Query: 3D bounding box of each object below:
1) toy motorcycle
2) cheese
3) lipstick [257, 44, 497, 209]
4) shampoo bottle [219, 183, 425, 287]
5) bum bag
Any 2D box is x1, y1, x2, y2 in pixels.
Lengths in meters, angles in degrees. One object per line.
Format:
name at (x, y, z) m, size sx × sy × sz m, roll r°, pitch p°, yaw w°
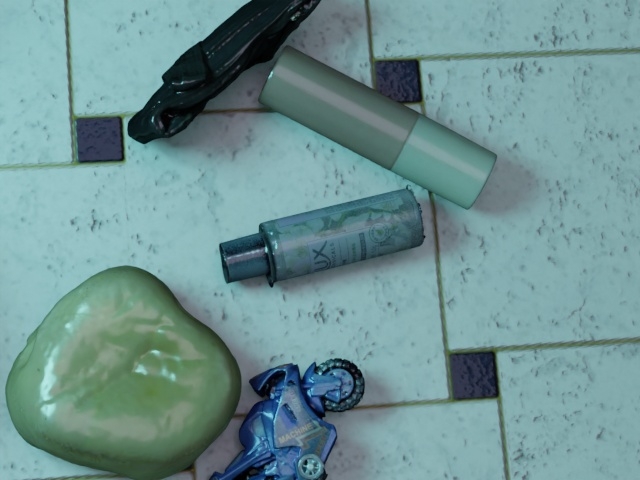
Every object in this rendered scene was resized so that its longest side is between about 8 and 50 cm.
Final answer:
toy motorcycle at (-0.040, 0.201, 1.539) m, size 0.114 × 0.076 × 0.205 m, roll 26°, pitch 78°, yaw 7°
cheese at (-0.195, 0.132, 1.508) m, size 0.235 × 0.117 × 0.218 m, roll -6°, pitch 77°, yaw -12°
lipstick at (0.061, -0.120, 1.618) m, size 0.254 × 0.070 × 0.070 m, roll 27°, pitch 76°, yaw -1°
shampoo bottle at (0.000, 0.000, 1.587) m, size 0.214 × 0.072 × 0.072 m, roll -14°, pitch 80°, yaw -10°
bum bag at (-0.103, -0.189, 1.589) m, size 0.248 × 0.123 × 0.060 m, roll -39°, pitch 108°, yaw -15°
